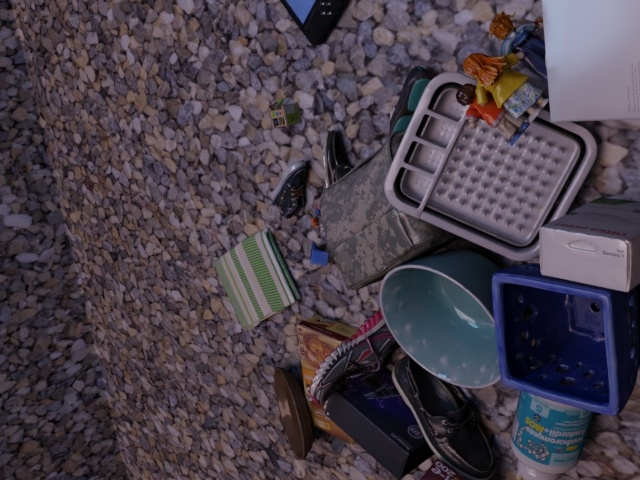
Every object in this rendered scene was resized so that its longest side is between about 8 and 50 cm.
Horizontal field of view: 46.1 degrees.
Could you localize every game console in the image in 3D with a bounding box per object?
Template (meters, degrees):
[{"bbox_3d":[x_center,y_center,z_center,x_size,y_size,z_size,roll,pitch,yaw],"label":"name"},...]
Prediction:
[{"bbox_3d":[-0.088,-0.610,1.687,0.293,0.173,0.250,57,143,14],"label":"game console"}]

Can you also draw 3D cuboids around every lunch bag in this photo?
[{"bbox_3d":[0.149,-0.069,1.648,0.305,0.213,0.256,-35,78,47],"label":"lunch bag"}]

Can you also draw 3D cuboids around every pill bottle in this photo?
[{"bbox_3d":[0.472,0.372,1.539,0.146,0.146,0.264,28,126,38],"label":"pill bottle"}]

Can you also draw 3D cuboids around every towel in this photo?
[{"bbox_3d":[-0.195,0.121,2.253,0.325,0.038,0.248,-33,80,51],"label":"towel"}]

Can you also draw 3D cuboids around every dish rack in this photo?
[{"bbox_3d":[0.316,-0.141,1.427,0.333,0.072,0.285,25,113,5],"label":"dish rack"}]

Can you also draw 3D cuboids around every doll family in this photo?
[{"bbox_3d":[0.341,-0.306,1.292,0.163,0.263,0.118,39,168,7],"label":"doll family"}]

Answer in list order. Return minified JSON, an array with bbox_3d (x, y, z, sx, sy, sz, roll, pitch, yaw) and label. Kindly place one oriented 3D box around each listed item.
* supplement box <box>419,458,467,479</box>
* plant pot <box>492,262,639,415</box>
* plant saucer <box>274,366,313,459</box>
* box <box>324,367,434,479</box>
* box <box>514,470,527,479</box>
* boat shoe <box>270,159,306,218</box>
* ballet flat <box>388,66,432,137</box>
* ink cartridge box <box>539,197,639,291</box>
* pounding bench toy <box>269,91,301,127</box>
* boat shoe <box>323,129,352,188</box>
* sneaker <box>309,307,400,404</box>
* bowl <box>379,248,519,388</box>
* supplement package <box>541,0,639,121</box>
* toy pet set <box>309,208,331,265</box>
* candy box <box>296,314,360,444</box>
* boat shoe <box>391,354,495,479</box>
[{"bbox_3d":[0.327,0.613,1.771,0.130,0.073,0.239,31,163,35],"label":"supplement box"},{"bbox_3d":[0.477,0.151,1.383,0.236,0.212,0.236,9,113,47],"label":"plant pot"},{"bbox_3d":[-0.079,0.504,2.217,0.278,0.041,0.277,166,90,-74],"label":"plant saucer"},{"bbox_3d":[0.168,0.442,1.877,0.261,0.184,0.103,35,131,32],"label":"box"},{"bbox_3d":[0.462,0.615,1.720,0.063,0.067,0.324,33,130,36],"label":"box"},{"bbox_3d":[-0.066,-0.133,1.979,0.083,0.065,0.183,55,145,13],"label":"boat shoe"},{"bbox_3d":[0.190,-0.289,1.625,0.074,0.074,0.203,45,141,25],"label":"ballet flat"},{"bbox_3d":[0.498,0.001,1.285,0.160,0.219,0.092,12,115,45],"label":"ink cartridge box"},{"bbox_3d":[-0.096,-0.335,1.924,0.065,0.052,0.083,2,108,48],"label":"pounding bench toy"},{"bbox_3d":[0.050,-0.157,1.843,0.079,0.084,0.233,-7,96,10],"label":"boat shoe"},{"bbox_3d":[0.095,0.289,1.823,0.112,0.299,0.121,46,173,20],"label":"sneaker"},{"bbox_3d":[0.295,0.142,1.590,0.311,0.163,0.311,30,140,29],"label":"bowl"},{"bbox_3d":[0.512,-0.300,1.153,0.263,0.198,0.199,7,112,46],"label":"supplement package"},{"bbox_3d":[0.000,0.000,1.958,0.122,0.065,0.114,36,131,33],"label":"toy pet set"},{"bbox_3d":[0.039,0.379,2.065,0.183,0.088,0.316,15,117,46],"label":"candy box"},{"bbox_3d":[0.298,0.400,1.760,0.340,0.127,0.113,58,152,26],"label":"boat shoe"}]
